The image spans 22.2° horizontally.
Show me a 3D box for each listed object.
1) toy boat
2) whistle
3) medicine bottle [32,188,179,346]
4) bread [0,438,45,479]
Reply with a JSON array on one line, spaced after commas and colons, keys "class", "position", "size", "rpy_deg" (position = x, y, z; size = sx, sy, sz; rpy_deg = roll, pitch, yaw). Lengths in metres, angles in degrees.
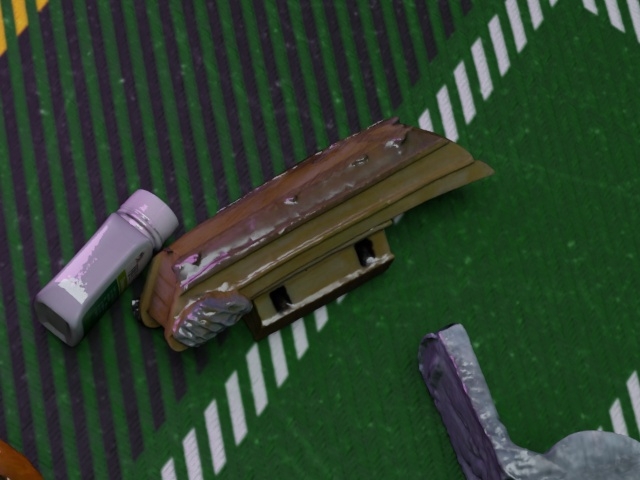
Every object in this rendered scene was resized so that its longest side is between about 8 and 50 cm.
[{"class": "toy boat", "position": [0.000, 0.000, 1.871], "size": [0.445, 0.136, 0.162], "rpy_deg": [-31, 115, -16]}, {"class": "whistle", "position": [0.234, 0.278, 1.787], "size": [0.404, 0.168, 0.188], "rpy_deg": [37, 68, 11]}, {"class": "medicine bottle", "position": [-0.241, 0.028, 1.837], "size": [0.069, 0.119, 0.183], "rpy_deg": [36, 67, 6]}, {"class": "bread", "position": [-0.427, 0.357, 1.648], "size": [0.358, 0.204, 0.337], "rpy_deg": [-18, 76, -10]}]
